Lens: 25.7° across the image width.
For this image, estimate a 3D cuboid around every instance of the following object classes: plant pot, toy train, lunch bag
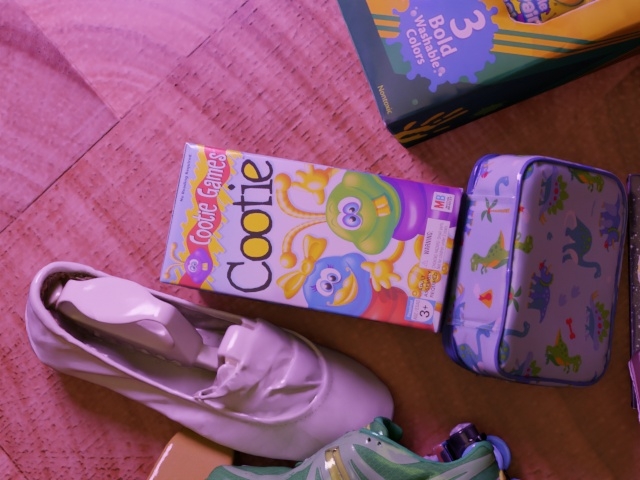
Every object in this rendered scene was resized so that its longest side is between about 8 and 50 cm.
[{"bbox_3d":[-0.122,0.234,1.440,0.081,0.081,0.083,19,70,11],"label":"plant pot"},{"bbox_3d":[0.161,0.275,1.389,0.105,0.080,0.184,-31,82,12],"label":"toy train"},{"bbox_3d":[0.213,0.032,1.354,0.090,0.176,0.219,6,88,53],"label":"lunch bag"}]

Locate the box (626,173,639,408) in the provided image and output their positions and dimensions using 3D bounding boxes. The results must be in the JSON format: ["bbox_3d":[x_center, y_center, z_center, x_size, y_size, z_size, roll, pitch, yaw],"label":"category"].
[{"bbox_3d":[0.385,0.050,1.381,0.159,0.044,0.233,-1,86,9],"label":"box"}]

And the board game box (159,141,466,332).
[{"bbox_3d":[0.000,0.000,1.401,0.275,0.144,0.142,10,87,9],"label":"board game box"}]

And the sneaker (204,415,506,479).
[{"bbox_3d":[0.034,0.231,1.349,0.295,0.109,0.124,0,82,10],"label":"sneaker"}]

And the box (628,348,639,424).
[{"bbox_3d":[0.409,0.125,1.248,0.168,0.167,0.203,43,107,-5],"label":"box"}]

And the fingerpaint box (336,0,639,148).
[{"bbox_3d":[0.164,-0.370,1.390,0.371,0.163,0.445,-21,83,8],"label":"fingerpaint box"}]

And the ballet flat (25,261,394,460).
[{"bbox_3d":[-0.122,0.116,1.408,0.400,0.139,0.139,17,89,11],"label":"ballet flat"}]
